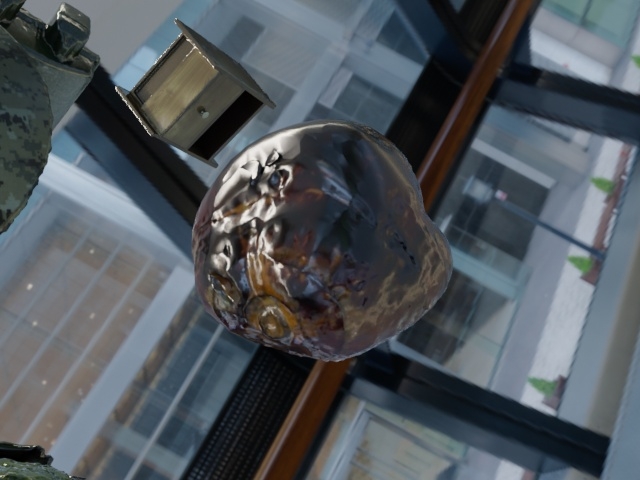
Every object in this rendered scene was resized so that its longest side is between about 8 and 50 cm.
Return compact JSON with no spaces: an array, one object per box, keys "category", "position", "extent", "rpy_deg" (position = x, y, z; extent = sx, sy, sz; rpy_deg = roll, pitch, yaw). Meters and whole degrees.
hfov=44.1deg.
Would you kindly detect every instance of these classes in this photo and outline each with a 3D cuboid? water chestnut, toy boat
[{"category":"water chestnut","position":[0.000,0.000,0.883],"extent":[0.244,0.289,0.289],"rpy_deg":[22,-82,-55]},{"category":"toy boat","position":[-0.349,-0.112,0.768],"extent":[0.319,0.141,0.092],"rpy_deg":[-44,36,24]}]

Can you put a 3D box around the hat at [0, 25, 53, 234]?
[{"category":"hat","position":[-0.329,-0.097,0.537],"extent":[0.265,0.266,0.128],"rpy_deg":[-61,1,-17]}]

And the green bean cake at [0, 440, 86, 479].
[{"category":"green bean cake","position":[-0.414,0.308,0.822],"extent":[0.319,0.335,0.218],"rpy_deg":[-30,57,60]}]

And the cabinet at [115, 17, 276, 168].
[{"category":"cabinet","position":[-0.225,-0.263,1.467],"extent":[0.175,0.148,0.215],"rpy_deg":[-44,-26,11]}]
